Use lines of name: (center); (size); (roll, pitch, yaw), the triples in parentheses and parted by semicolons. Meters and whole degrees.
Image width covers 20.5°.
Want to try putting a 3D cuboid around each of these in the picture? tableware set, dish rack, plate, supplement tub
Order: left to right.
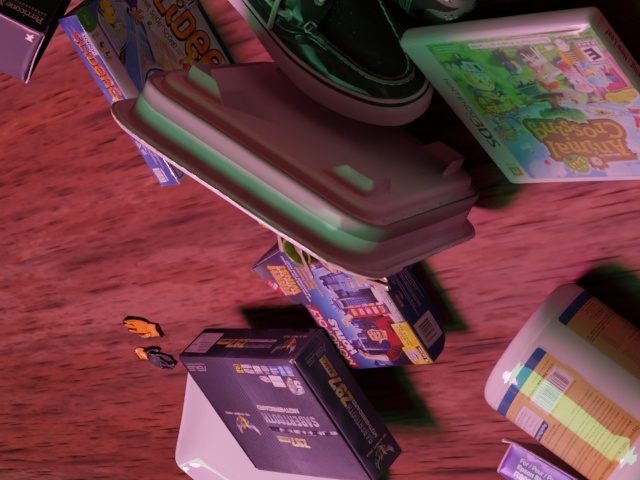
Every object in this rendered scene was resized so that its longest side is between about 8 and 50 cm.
plate: (-0.060, 0.286, 2.252); (0.278, 0.045, 0.277); (35, 146, 16)
dish rack: (-0.002, -0.086, 1.592); (0.285, 0.333, 0.072); (33, 108, 16)
tableware set: (0.000, 0.000, 1.787); (0.154, 0.024, 0.104); (21, 140, 33)
supplement tub: (0.270, 0.150, 1.654); (0.200, 0.144, 0.144); (37, 146, 13)

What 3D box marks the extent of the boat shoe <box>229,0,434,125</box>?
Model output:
boat shoe: (-0.010, -0.233, 1.579); (0.306, 0.113, 0.105); (50, 154, 15)

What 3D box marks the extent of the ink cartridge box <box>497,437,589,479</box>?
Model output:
ink cartridge box: (0.287, 0.271, 1.747); (0.223, 0.045, 0.224); (31, -178, 22)

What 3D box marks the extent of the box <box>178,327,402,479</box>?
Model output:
box: (-0.038, 0.186, 2.014); (0.233, 0.059, 0.183); (-2, 128, 52)

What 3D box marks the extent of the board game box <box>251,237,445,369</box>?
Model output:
board game box: (0.025, 0.044, 1.886); (0.194, 0.060, 0.194); (-8, 120, 52)

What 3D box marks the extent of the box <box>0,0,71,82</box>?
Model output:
box: (-0.367, -0.301, 1.757); (0.261, 0.184, 0.103); (26, 146, -7)

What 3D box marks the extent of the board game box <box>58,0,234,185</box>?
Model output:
board game box: (-0.159, -0.175, 1.780); (0.035, 0.136, 0.201); (-4, 124, 50)

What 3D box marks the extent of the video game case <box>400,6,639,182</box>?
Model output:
video game case: (0.197, -0.118, 1.511); (0.212, 0.023, 0.193); (0, 142, 47)

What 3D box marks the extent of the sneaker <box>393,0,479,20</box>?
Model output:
sneaker: (0.121, -0.229, 1.490); (0.078, 0.067, 0.188); (49, 152, -20)

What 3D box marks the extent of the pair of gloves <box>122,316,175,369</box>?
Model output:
pair of gloves: (-0.224, 0.134, 2.298); (0.074, 0.010, 0.083); (10, 134, 41)
